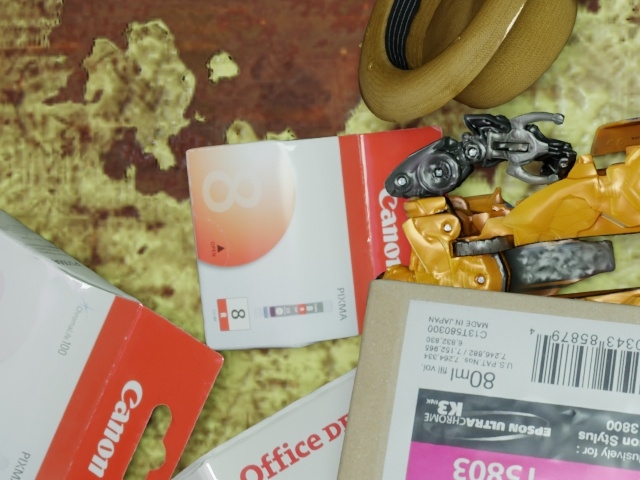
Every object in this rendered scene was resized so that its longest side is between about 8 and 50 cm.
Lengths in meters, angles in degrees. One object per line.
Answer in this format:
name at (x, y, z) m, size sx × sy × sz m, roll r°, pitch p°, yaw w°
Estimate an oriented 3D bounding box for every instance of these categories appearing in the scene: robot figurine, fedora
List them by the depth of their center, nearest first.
fedora at (0.106, -0.148, 0.945) m, size 0.079 × 0.194 × 0.194 m, roll 31°, pitch 108°, yaw -28°
robot figurine at (0.179, 0.015, 0.948) m, size 0.291 × 0.085 × 0.211 m, roll -7°, pitch 92°, yaw 18°

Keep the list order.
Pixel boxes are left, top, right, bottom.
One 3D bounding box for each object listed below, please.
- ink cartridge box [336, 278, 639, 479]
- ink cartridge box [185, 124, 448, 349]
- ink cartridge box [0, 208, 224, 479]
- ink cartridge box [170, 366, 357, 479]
ink cartridge box at (0.131, 0.133, 0.852) m, size 0.234 × 0.088 × 0.193 m, roll 5°, pitch 72°, yaw 15°
ink cartridge box at (0.000, 0.000, 1.031) m, size 0.179 × 0.045 × 0.145 m, roll -4°, pitch 94°, yaw 22°
ink cartridge box at (-0.206, 0.107, 1.084) m, size 0.232 × 0.066 × 0.189 m, roll 32°, pitch 104°, yaw 29°
ink cartridge box at (0.025, 0.219, 0.966) m, size 0.237 × 0.172 × 0.100 m, roll 59°, pitch 143°, yaw 6°
